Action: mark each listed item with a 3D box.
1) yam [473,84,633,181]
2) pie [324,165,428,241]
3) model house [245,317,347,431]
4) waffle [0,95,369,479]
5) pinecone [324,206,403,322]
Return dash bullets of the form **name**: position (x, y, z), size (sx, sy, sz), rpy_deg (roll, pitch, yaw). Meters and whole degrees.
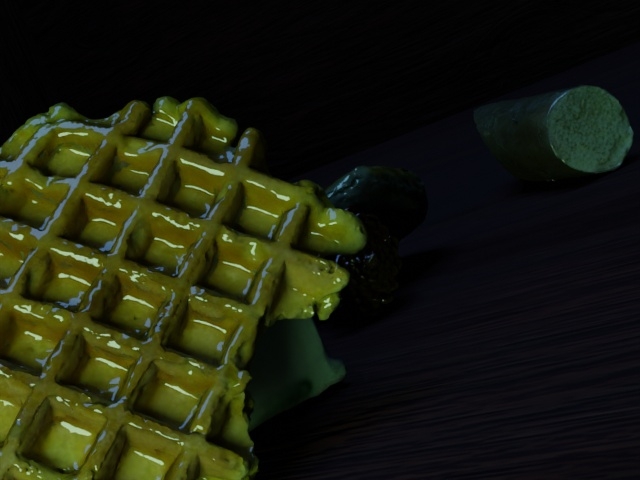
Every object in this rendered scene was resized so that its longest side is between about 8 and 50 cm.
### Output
- **yam**: position (0.242, -0.117, 1.268), size (0.106, 0.106, 0.259), rpy_deg (-26, 7, -13)
- **pie**: position (0.000, 0.000, 1.120), size (0.241, 0.054, 0.240), rpy_deg (-24, -16, -7)
- **model house**: position (-0.178, 0.079, 0.894), size (0.267, 0.194, 0.325), rpy_deg (-27, 4, -17)
- **waffle**: position (-0.123, 0.037, 0.677), size (0.301, 0.282, 0.058), rpy_deg (-42, -19, -23)
- **pinecone**: position (0.024, 0.029, 0.993), size (0.102, 0.102, 0.109), rpy_deg (-26, -27, -12)
